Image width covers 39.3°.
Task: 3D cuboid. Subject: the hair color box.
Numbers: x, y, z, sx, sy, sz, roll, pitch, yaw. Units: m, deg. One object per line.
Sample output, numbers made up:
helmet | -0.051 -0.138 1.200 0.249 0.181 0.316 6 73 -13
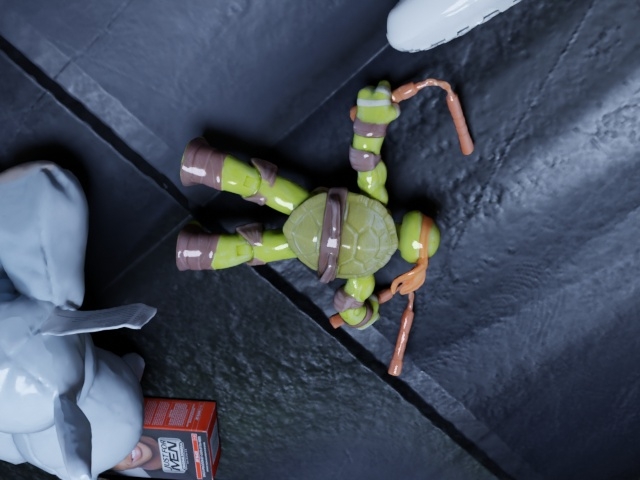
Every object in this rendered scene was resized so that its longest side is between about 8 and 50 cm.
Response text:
hair color box | -0.171 0.190 0.865 0.141 0.043 0.072 2 123 6

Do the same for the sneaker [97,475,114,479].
sneaker | -0.144 0.279 0.867 0.222 0.083 0.118 1 154 7

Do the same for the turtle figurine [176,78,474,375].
turtle figurine | 0.000 0.000 0.698 0.217 0.087 0.269 7 123 2

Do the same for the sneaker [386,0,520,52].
sneaker | 0.130 -0.208 0.565 0.235 0.090 0.095 -34 100 20

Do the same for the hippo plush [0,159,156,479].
hippo plush | -0.226 0.085 0.744 0.294 0.234 0.236 8 155 19
